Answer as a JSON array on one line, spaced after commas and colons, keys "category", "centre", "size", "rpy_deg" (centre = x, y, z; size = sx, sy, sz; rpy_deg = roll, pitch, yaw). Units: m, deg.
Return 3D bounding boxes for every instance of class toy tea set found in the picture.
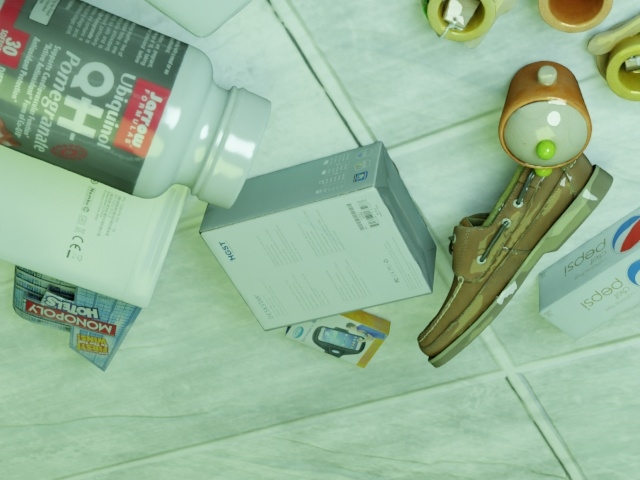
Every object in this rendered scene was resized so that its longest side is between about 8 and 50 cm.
[{"category": "toy tea set", "centre": [0.210, -0.205, 1.139], "size": [0.200, 0.124, 0.336], "rpy_deg": [-32, 120, 31]}]

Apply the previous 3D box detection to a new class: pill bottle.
[{"category": "pill bottle", "centre": [-0.223, -0.150, 1.241], "size": [0.318, 0.176, 0.176], "rpy_deg": [21, 133, -9]}]

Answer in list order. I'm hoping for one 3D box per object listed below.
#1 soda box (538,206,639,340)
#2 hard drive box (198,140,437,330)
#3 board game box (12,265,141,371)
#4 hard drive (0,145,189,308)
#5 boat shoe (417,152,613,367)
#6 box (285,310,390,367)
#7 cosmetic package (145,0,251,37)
[{"category": "soda box", "centre": [0.360, 0.029, 1.363], "size": [0.069, 0.074, 0.216], "rpy_deg": [35, 129, -20]}, {"category": "hard drive box", "centre": [0.000, 0.000, 1.395], "size": [0.232, 0.089, 0.181], "rpy_deg": [-14, 128, 21]}, {"category": "board game box", "centre": [-0.324, 0.086, 1.557], "size": [0.194, 0.060, 0.194], "rpy_deg": [14, 132, -3]}, {"category": "hard drive", "centre": [-0.342, -0.073, 1.389], "size": [0.353, 0.047, 0.233], "rpy_deg": [19, 117, -8]}, {"category": "boat shoe", "centre": [0.199, 0.009, 1.335], "size": [0.104, 0.111, 0.307], "rpy_deg": [38, 106, -1]}, {"category": "box", "centre": [0.016, 0.116, 1.542], "size": [0.136, 0.028, 0.081], "rpy_deg": [21, 133, -11]}, {"category": "cosmetic package", "centre": [-0.069, -0.431, 0.811], "size": [0.393, 0.329, 0.327], "rpy_deg": [-33, 133, 32]}]
